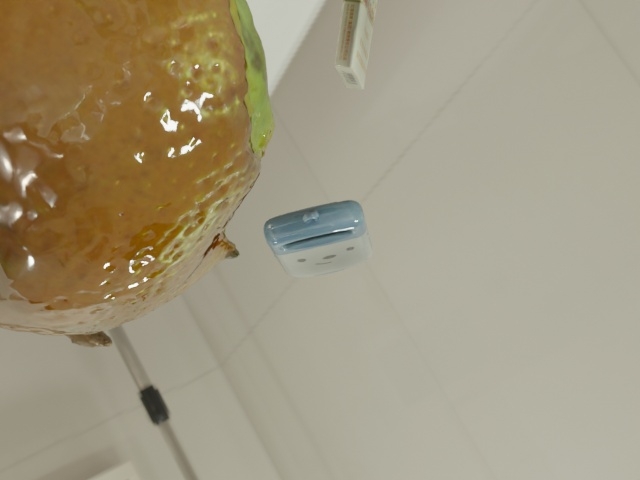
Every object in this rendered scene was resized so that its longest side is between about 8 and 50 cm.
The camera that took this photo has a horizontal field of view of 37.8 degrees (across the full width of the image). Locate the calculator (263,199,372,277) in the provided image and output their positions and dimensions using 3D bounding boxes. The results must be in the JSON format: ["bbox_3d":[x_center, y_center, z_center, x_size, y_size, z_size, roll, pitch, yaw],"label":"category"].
[{"bbox_3d":[0.000,0.000,1.143,0.121,0.039,0.210,-14,163,2],"label":"calculator"}]

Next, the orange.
[{"bbox_3d":[-0.182,-0.069,0.588,0.196,0.262,0.334,-33,173,-33],"label":"orange"}]

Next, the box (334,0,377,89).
[{"bbox_3d":[0.053,-0.316,1.208,0.032,0.220,0.122,7,177,11],"label":"box"}]

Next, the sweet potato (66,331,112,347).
[{"bbox_3d":[-0.340,0.098,1.271,0.060,0.206,0.068,-15,125,-38],"label":"sweet potato"}]
